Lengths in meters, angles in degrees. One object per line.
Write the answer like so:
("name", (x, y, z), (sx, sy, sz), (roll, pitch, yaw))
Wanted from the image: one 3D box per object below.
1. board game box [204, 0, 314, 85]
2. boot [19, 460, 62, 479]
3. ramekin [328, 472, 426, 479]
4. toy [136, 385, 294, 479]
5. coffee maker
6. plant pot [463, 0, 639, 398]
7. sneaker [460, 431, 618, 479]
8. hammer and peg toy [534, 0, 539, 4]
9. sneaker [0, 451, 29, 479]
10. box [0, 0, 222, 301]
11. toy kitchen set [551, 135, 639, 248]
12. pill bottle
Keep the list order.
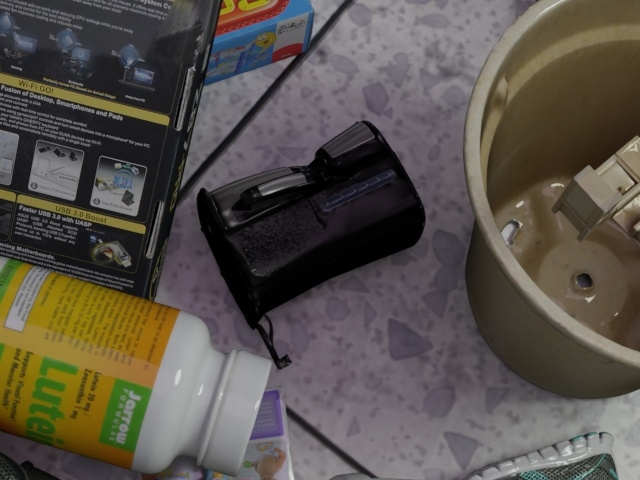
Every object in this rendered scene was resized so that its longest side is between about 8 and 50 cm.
("board game box", (-0.204, -0.279, 1.444), (0.308, 0.086, 0.302), (-21, 73, -13))
("boot", (-0.396, 0.261, 1.197), (0.260, 0.131, 0.348), (30, 55, -1))
("ramekin", (0.069, 0.287, 1.212), (0.109, 0.207, 0.207), (-1, 70, -17))
("toy", (-0.086, 0.241, 1.282), (0.136, 0.056, 0.237), (-8, 69, 0))
("coffee maker", (0.000, 0.000, 1.363), (0.178, 0.120, 0.171), (-23, 98, -12))
("plant pot", (0.255, -0.008, 1.278), (0.333, 0.305, 0.334), (2, 70, -6))
("sneaker", (0.189, 0.222, 1.320), (0.166, 0.065, 0.076), (-16, 77, -10))
("hammer and peg toy", (0.303, -0.278, 1.405), (0.361, 0.266, 0.127), (23, 51, 2))
("sneaker", (-0.324, 0.151, 1.132), (0.227, 0.130, 0.087), (24, 56, -9))
("box", (-0.305, -0.122, 1.280), (0.394, 0.097, 0.318), (14, 112, 0))
("toy kitchen set", (0.224, -0.032, 1.079), (0.083, 0.075, 0.068), (-39, 79, -13))
("pill bottle", (-0.170, 0.110, 1.235), (0.245, 0.136, 0.136), (17, 69, -1))
